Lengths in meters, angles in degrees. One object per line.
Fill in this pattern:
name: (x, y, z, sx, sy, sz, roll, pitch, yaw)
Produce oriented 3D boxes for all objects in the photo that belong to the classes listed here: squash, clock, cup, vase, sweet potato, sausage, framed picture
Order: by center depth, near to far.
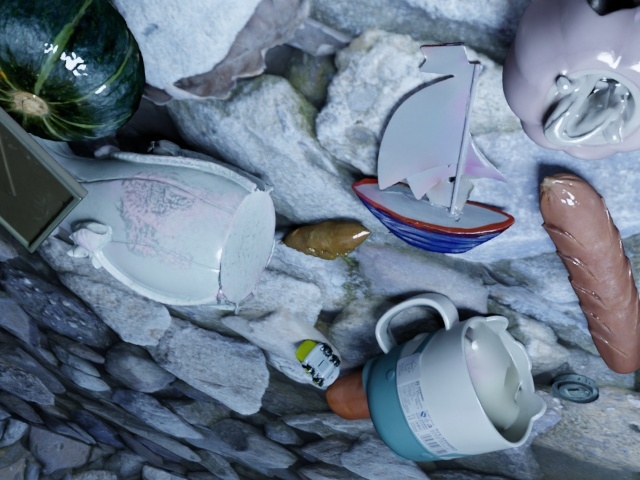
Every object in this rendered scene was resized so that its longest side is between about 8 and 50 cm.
squash: (-0.360, -0.240, 0.830, 0.252, 0.165, 0.252, 9, 151, 5)
framed picture: (-0.440, -0.088, 0.877, 0.192, 0.018, 0.265, 48, 142, -15)
sausage: (0.395, 0.057, 0.883, 0.088, 0.088, 0.433, -8, 135, 35)
vase: (-0.304, -0.049, 1.013, 0.445, 0.250, 0.250, 17, 144, 16)
sweet potato: (0.000, 0.000, 1.045, 0.206, 0.060, 0.068, 1, 105, 43)
cup: (0.209, 0.238, 1.099, 0.258, 0.219, 0.289, -28, 84, 37)
clock: (0.477, 0.278, 1.170, 0.085, 0.017, 0.085, 15, 143, 12)
sausage: (0.131, 0.323, 1.339, 0.113, 0.113, 0.259, 40, 139, -22)

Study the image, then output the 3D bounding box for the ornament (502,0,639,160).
ornament: (0.266, -0.162, 0.603, 0.178, 0.177, 0.177, 15, 143, 11)

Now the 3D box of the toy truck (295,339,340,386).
toy truck: (-0.008, 0.272, 1.387, 0.077, 0.076, 0.111, 20, 149, 48)

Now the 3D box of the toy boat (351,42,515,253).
toy boat: (0.134, -0.100, 0.840, 0.219, 0.072, 0.318, -5, 133, 28)
